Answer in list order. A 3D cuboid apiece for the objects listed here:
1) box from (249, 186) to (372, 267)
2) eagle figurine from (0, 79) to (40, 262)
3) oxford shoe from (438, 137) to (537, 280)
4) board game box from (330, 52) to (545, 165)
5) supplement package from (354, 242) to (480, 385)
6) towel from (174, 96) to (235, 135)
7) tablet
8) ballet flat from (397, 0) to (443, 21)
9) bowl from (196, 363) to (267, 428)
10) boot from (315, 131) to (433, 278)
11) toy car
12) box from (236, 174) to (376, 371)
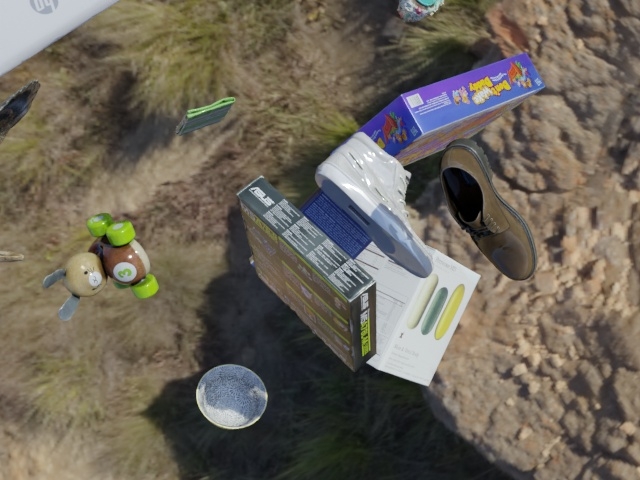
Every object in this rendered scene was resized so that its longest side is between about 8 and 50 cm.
[{"bbox_3d":[0.000,0.000,1.590,0.225,0.036,0.136,-45,108,5],"label":"box"},{"bbox_3d":[-0.555,-0.107,1.364,0.225,0.227,0.298,149,123,-68],"label":"eagle figurine"},{"bbox_3d":[0.227,-0.025,1.261,0.083,0.096,0.227,-27,106,34],"label":"oxford shoe"},{"bbox_3d":[0.218,-0.224,1.659,0.233,0.347,0.078,-34,82,53],"label":"board game box"},{"bbox_3d":[0.161,0.133,1.876,0.198,0.199,0.262,25,89,41],"label":"supplement package"},{"bbox_3d":[-0.246,-0.266,1.897,0.023,0.113,0.152,66,160,1],"label":"towel"},{"bbox_3d":[-0.121,-0.108,0.374,0.083,0.054,0.006,-29,40,8],"label":"tablet"},{"bbox_3d":[0.202,-0.465,1.548,0.091,0.241,0.077,42,154,-6],"label":"ballet flat"},{"bbox_3d":[-0.218,0.390,2.149,0.170,0.170,0.080,49,145,22],"label":"bowl"},{"bbox_3d":[0.120,-0.064,1.489,0.258,0.123,0.095,46,161,-7],"label":"boot"},{"bbox_3d":[-0.433,0.065,1.711,0.149,0.188,0.155,18,135,45],"label":"toy car"},{"bbox_3d":[-0.013,0.042,1.028,0.045,0.184,0.191,-37,62,-20],"label":"box"}]
